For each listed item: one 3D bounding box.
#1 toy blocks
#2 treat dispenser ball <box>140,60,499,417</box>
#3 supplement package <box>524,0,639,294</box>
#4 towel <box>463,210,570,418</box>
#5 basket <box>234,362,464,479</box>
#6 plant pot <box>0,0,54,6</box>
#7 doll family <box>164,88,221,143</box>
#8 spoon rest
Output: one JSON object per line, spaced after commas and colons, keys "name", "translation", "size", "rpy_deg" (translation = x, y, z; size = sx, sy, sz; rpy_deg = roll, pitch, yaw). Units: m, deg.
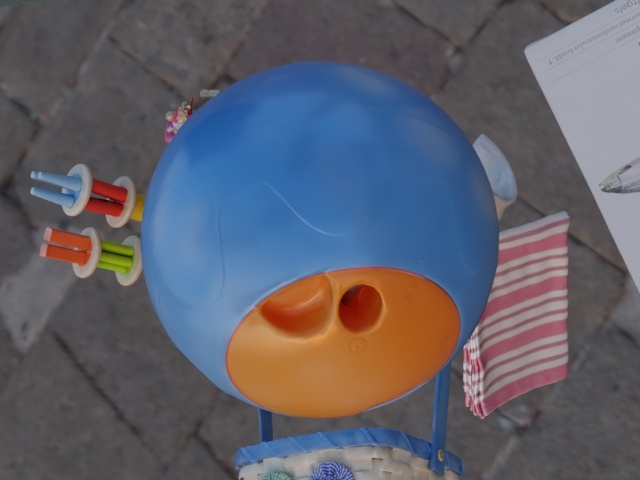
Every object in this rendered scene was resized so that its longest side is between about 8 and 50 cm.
{"name": "toy blocks", "translation": [-0.231, -0.018, 1.570], "size": [0.123, 0.148, 0.054], "rpy_deg": [-52, 41, 29]}
{"name": "treat dispenser ball", "translation": [0.000, 0.000, 1.289], "size": [0.288, 0.288, 0.288], "rpy_deg": [-19, 58, 33]}
{"name": "supplement package", "translation": [0.221, -0.061, 1.002], "size": [0.105, 0.105, 0.179], "rpy_deg": [-28, 80, 20]}
{"name": "towel", "translation": [0.209, 0.076, 1.663], "size": [0.029, 0.144, 0.197], "rpy_deg": [24, 125, 46]}
{"name": "basket", "translation": [0.037, 0.243, 1.795], "size": [0.254, 0.201, 0.289], "rpy_deg": [-18, 55, 32]}
{"name": "plant pot", "translation": [-0.328, -0.321, 1.320], "size": [0.293, 0.196, 0.293], "rpy_deg": [19, 121, 36]}
{"name": "doll family", "translation": [-0.070, -0.150, 2.072], "size": [0.163, 0.263, 0.118], "rpy_deg": [-17, 52, 64]}
{"name": "spoon rest", "translation": [0.174, -0.034, 1.902], "size": [0.137, 0.084, 0.276], "rpy_deg": [-57, -3, 36]}
